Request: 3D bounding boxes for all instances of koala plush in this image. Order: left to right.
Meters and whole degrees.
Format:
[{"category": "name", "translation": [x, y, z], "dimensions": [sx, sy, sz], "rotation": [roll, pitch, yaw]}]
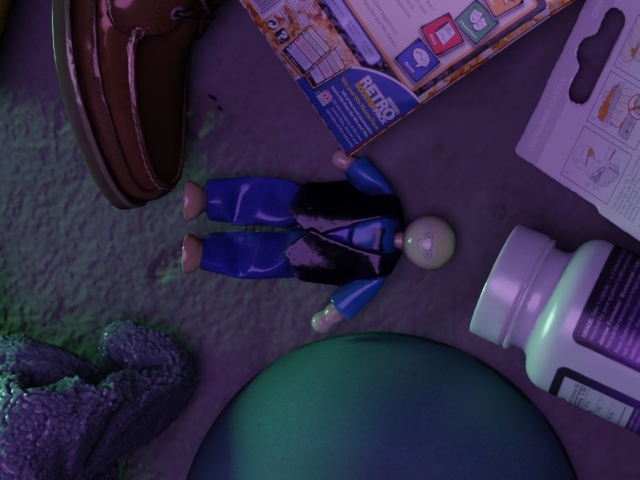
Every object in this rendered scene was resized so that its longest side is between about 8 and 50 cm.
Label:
[{"category": "koala plush", "translation": [-0.243, 0.115, 1.319], "dimensions": [0.221, 0.203, 0.196], "rotation": [33, 105, 20]}]

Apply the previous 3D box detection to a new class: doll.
[{"category": "doll", "translation": [0.000, 0.000, 1.299], "dimensions": [0.189, 0.046, 0.129], "rotation": [2, 89, 8]}]

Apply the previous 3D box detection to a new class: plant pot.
[{"category": "plant pot", "translation": [0.021, 0.220, 1.249], "dimensions": [0.290, 0.195, 0.290], "rotation": [2, 98, 15]}]

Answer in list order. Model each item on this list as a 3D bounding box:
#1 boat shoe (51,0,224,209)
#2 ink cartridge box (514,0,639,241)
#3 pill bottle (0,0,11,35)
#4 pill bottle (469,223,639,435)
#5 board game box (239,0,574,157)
[{"category": "boat shoe", "translation": [-0.118, -0.176, 1.271], "dimensions": [0.104, 0.110, 0.307], "rotation": [-5, 97, 16]}, {"category": "ink cartridge box", "translation": [0.254, -0.078, 1.205], "dimensions": [0.224, 0.056, 0.181], "rotation": [38, 114, 34]}, {"category": "pill bottle", "translation": [-0.267, -0.203, 1.302], "dimensions": [0.119, 0.119, 0.209], "rotation": [22, 103, 11]}, {"category": "pill bottle", "translation": [0.201, 0.065, 1.224], "dimensions": [0.193, 0.108, 0.108], "rotation": [25, 104, 10]}, {"category": "board game box", "translation": [0.057, -0.170, 1.251], "dimensions": [0.193, 0.045, 0.147], "rotation": [-33, 94, 19]}]
